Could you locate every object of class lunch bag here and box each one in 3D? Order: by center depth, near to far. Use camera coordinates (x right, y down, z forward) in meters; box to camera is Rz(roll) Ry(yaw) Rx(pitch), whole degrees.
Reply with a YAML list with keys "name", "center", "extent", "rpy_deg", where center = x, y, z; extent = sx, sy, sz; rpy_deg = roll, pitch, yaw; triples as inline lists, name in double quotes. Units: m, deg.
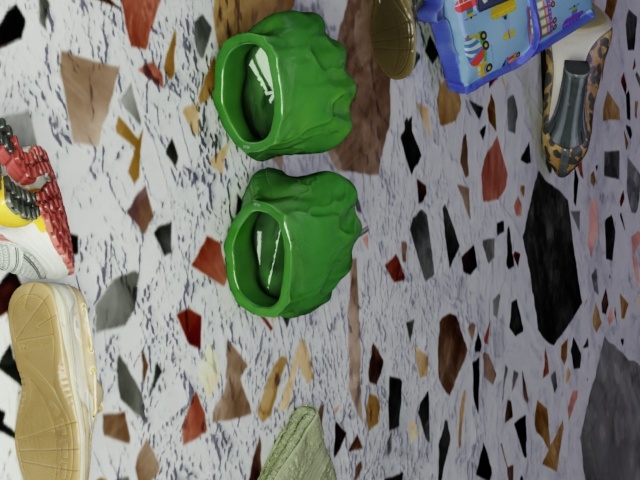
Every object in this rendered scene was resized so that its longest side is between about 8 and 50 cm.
- name: "lunch bag"
  center: [0.194, -0.321, 2.040]
  extent: [0.293, 0.138, 0.221]
  rpy_deg: [-38, 125, -45]

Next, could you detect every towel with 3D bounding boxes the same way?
- name: "towel"
  center: [-0.023, 0.238, 1.623]
  extent: [0.148, 0.027, 0.110]
  rpy_deg: [-60, 142, -49]

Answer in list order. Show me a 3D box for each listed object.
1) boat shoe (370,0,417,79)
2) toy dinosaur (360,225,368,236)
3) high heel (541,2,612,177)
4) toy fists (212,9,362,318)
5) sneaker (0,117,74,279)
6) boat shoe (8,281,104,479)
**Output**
- name: "boat shoe"
  center: [0.083, -0.251, 1.842]
  extent: [0.049, 0.056, 0.152]
  rpy_deg: [-26, 112, -58]
- name: "toy dinosaur"
  center: [0.000, 0.000, 1.696]
  extent: [0.090, 0.047, 0.082]
  rpy_deg: [-38, 140, -20]
- name: "high heel"
  center: [0.357, -0.220, 2.436]
  extent: [0.261, 0.093, 0.186]
  rpy_deg: [-71, 168, -53]
- name: "toy fists"
  center: [-0.028, -0.068, 1.553]
  extent: [0.142, 0.096, 0.279]
  rpy_deg: [-16, 105, -54]
- name: "sneaker"
  center: [-0.227, -0.024, 1.142]
  extent: [0.225, 0.092, 0.088]
  rpy_deg: [59, 16, -71]
- name: "boat shoe"
  center: [-0.183, 0.113, 1.238]
  extent: [0.059, 0.063, 0.170]
  rpy_deg: [-7, 95, -59]
